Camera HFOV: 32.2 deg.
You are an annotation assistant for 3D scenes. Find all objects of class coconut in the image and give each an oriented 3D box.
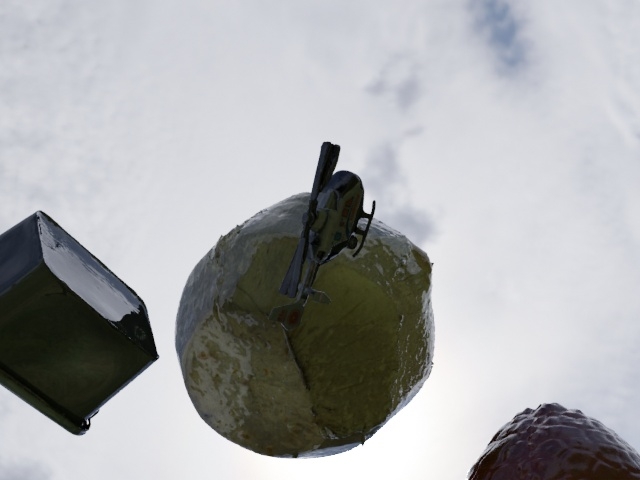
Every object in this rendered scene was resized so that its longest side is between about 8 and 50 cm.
[{"bbox_3d":[-0.010,0.110,1.527,0.360,0.346,0.346,-43,-63,-55],"label":"coconut"}]

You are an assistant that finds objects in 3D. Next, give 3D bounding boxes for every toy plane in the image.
[{"bbox_3d":[0.000,0.001,1.153,0.078,0.053,0.197,21,-90,-50],"label":"toy plane"}]

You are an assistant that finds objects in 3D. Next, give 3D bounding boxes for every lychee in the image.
[{"bbox_3d":[0.270,0.320,1.212,0.255,0.300,0.255,-12,-38,-10],"label":"lychee"}]

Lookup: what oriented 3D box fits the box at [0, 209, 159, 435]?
[{"bbox_3d":[-0.300,0.087,1.251,0.135,0.163,0.243,-36,-53,9],"label":"box"}]
